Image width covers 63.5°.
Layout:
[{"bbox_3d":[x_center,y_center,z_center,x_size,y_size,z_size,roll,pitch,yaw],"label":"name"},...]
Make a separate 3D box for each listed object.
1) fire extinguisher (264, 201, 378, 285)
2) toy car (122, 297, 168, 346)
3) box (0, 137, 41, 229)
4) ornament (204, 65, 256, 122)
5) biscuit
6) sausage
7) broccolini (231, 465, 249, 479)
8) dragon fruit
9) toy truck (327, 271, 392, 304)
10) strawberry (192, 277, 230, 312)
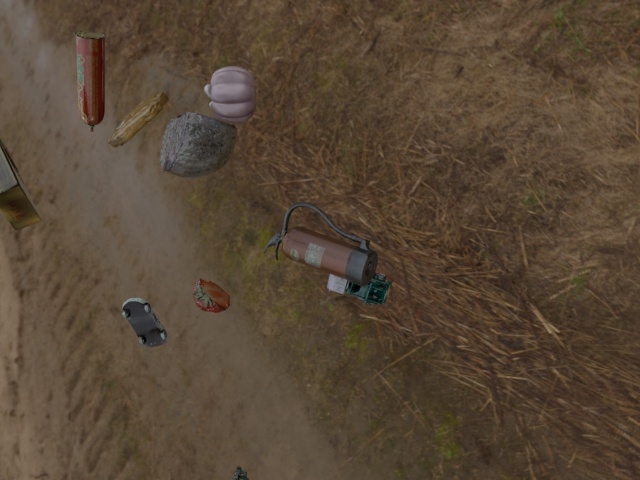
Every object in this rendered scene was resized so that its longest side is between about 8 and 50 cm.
[{"bbox_3d":[0.003,0.005,1.653,0.376,0.113,0.200,17,77,24],"label":"fire extinguisher"},{"bbox_3d":[-0.592,0.275,1.748,0.095,0.204,0.056,-18,24,9],"label":"toy car"},{"bbox_3d":[-0.762,-0.162,1.235,0.240,0.071,0.159,55,159,20],"label":"box"},{"bbox_3d":[-0.291,-0.473,1.680,0.178,0.178,0.177,-14,68,39],"label":"ornament"},{"bbox_3d":[-0.452,-0.305,1.280,0.184,0.035,0.249,-41,26,2],"label":"biscuit"},{"bbox_3d":[-0.619,-0.422,1.399,0.083,0.083,0.263,38,126,42],"label":"sausage"},{"bbox_3d":[-0.256,0.644,1.272,0.254,0.057,0.071,-43,17,24],"label":"broccolini"},{"bbox_3d":[-0.423,-0.314,1.801,0.283,0.221,0.203,9,91,57],"label":"dragon fruit"},{"bbox_3d":[0.131,0.155,1.772,0.216,0.116,0.110,19,102,4],"label":"toy truck"},{"bbox_3d":[-0.402,0.207,1.898,0.082,0.187,0.146,-37,68,17],"label":"strawberry"}]
